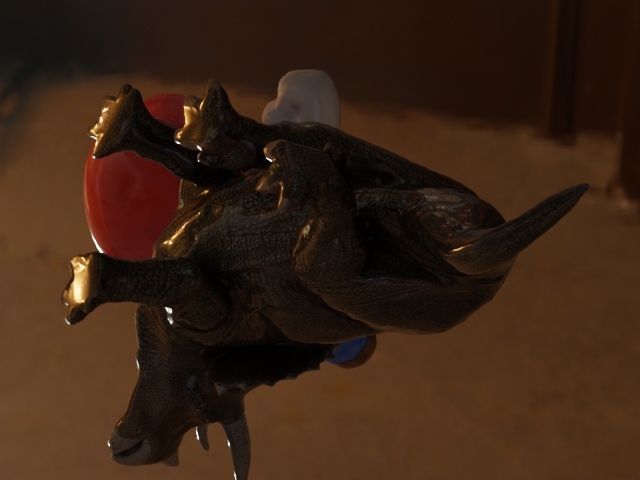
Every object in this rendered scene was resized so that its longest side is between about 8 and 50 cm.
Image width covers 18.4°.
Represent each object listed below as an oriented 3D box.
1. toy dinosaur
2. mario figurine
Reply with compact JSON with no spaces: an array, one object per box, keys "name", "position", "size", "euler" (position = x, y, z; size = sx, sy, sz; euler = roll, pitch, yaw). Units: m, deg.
[{"name":"toy dinosaur","position":[0.000,0.000,0.815],"size":[0.160,0.313,0.121],"euler":[22,-124,-40]},{"name":"mario figurine","position":[-0.049,-0.025,1.398],"size":[0.170,0.198,0.320],"euler":[23,176,39]}]
